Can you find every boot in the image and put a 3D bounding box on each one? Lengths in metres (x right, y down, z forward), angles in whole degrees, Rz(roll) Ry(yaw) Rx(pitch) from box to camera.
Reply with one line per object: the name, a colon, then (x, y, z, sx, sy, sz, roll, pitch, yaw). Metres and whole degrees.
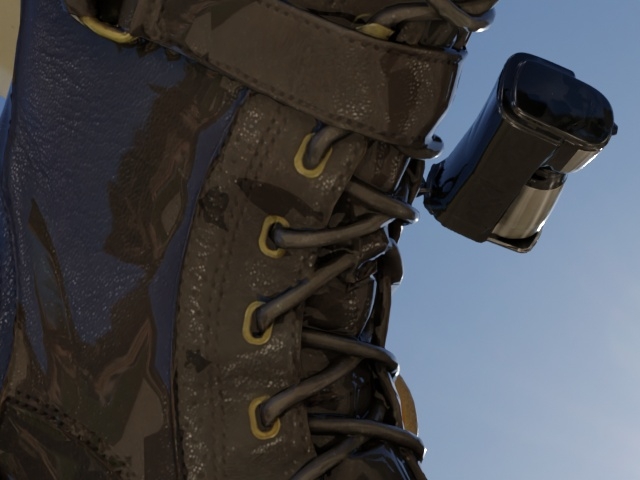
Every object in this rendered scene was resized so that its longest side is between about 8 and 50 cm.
boot: (0.000, 0.000, 0.348, 0.091, 0.263, 0.229, -12, -49, -56)

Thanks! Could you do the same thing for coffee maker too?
coffee maker: (0.177, -0.086, 1.567, 0.171, 0.120, 0.178, 3, -37, -20)

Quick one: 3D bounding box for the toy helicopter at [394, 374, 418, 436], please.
toy helicopter: (0.073, 0.236, 0.964, 0.235, 0.355, 0.140, -17, 1, -39)

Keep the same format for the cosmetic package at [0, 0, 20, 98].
cosmetic package: (-0.092, -0.121, 0.921, 0.309, 0.113, 0.160, 36, -33, -28)
